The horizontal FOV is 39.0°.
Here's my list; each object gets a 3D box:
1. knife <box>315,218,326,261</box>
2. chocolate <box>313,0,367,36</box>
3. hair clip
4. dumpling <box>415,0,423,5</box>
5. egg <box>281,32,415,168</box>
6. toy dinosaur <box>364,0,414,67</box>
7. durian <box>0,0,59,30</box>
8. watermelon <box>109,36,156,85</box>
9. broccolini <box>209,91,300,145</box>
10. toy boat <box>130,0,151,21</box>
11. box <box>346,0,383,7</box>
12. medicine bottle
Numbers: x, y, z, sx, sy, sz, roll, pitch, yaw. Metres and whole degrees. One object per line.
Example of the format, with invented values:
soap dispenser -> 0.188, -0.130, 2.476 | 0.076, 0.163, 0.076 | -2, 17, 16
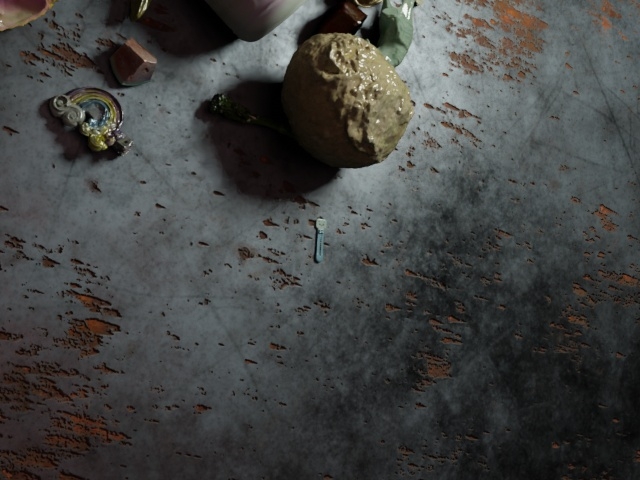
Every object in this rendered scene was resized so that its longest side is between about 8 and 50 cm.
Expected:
knife -> 0.000, 0.000, 1.984 | 0.027, 0.010, 0.096 | 6, 84, -27
chocolate -> 0.037, -0.466, 1.979 | 0.080, 0.125, 0.148 | 38, 74, -4
hair clip -> -0.432, -0.236, 1.752 | 0.172, 0.049, 0.116 | 47, 54, -9
dumpling -> 0.224, -0.594, 2.126 | 0.052, 0.057, 0.076 | -40, 78, 12
egg -> 0.053, -0.284, 1.882 | 0.310, 0.279, 0.279 | 46, 65, -46
toy dinosaur -> 0.171, -0.492, 2.021 | 0.392, 0.092, 0.205 | -65, 155, -19
durian -> -0.590, -0.456, 1.629 | 0.182, 0.132, 0.165 | -40, 117, -35
watermelon -> -0.368, -0.348, 1.776 | 0.085, 0.072, 0.092 | 30, 78, -6
broccolini -> -0.129, -0.252, 1.917 | 0.239, 0.051, 0.054 | 19, 119, -32
toy boat -> -0.364, -0.517, 1.789 | 0.066, 0.065, 0.172 | -1, 82, -41
box -> 0.122, -0.591, 2.031 | 0.177, 0.111, 0.111 | -35, 103, -25
medicine bottle -> -0.159, -0.578, 1.801 | 0.302, 0.241, 0.241 | 47, 68, -18
